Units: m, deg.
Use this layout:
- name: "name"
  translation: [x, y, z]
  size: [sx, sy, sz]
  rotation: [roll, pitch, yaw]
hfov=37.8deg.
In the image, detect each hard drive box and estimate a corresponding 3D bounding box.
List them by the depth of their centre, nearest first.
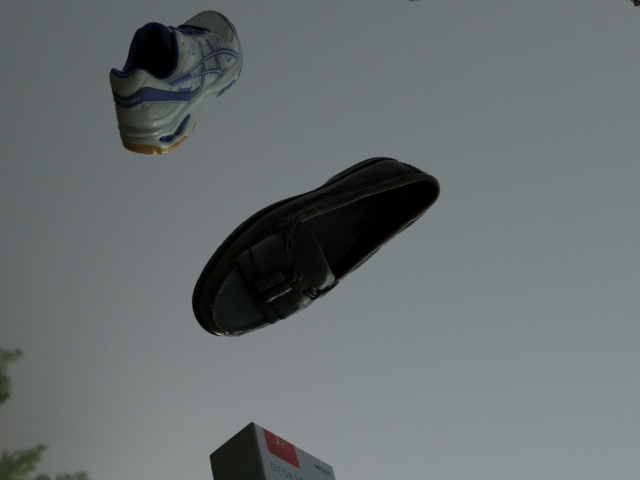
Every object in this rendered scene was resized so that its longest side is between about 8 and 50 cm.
- name: "hard drive box"
  translation: [-0.045, 0.389, 1.266]
  size: [0.181, 0.089, 0.232]
  rotation: [37, 20, -37]

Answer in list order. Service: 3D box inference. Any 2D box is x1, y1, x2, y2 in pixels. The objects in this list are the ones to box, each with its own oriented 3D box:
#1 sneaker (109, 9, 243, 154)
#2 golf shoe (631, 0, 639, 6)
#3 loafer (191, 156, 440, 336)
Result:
- name: "sneaker"
  translation: [-0.185, -0.246, 1.247]
  size: [0.112, 0.296, 0.131]
  rotation: [3, -47, 15]
- name: "golf shoe"
  translation: [0.527, -0.467, 1.474]
  size: [0.306, 0.140, 0.115]
  rotation: [47, 13, -33]
- name: "loafer"
  translation: [0.000, 0.000, 0.882]
  size: [0.084, 0.267, 0.096]
  rotation: [10, -48, 57]
